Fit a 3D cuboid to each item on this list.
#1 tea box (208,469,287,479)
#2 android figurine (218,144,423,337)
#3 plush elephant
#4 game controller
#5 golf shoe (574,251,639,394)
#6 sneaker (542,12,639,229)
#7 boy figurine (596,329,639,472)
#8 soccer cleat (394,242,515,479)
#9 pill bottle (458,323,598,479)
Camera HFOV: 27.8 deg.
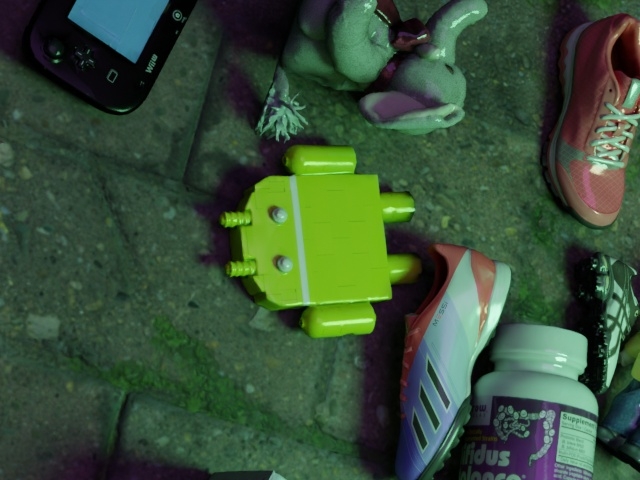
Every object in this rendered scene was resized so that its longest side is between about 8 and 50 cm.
[{"bbox_3d":[-0.062,0.480,1.420,0.323,0.220,0.329,42,67,-12],"label":"tea box"},{"bbox_3d":[0.000,0.000,1.639,0.272,0.056,0.248,0,80,-26],"label":"android figurine"},{"bbox_3d":[0.088,-0.242,1.617,0.255,0.272,0.330,18,103,-7],"label":"plush elephant"},{"bbox_3d":[-0.236,-0.312,1.589,0.166,0.067,0.319,30,70,-16],"label":"game controller"},{"bbox_3d":[0.405,0.117,1.784,0.093,0.077,0.198,10,77,-22],"label":"golf shoe"},{"bbox_3d":[0.395,-0.175,1.805,0.115,0.136,0.314,9,76,-21],"label":"sneaker"},{"bbox_3d":[0.480,0.175,1.756,0.285,0.177,0.092,-54,131,-9],"label":"boy figurine"},{"bbox_3d":[0.141,0.157,1.638,0.116,0.108,0.318,25,77,-11],"label":"soccer cleat"},{"bbox_3d":[0.263,0.265,1.638,0.169,0.169,0.302,14,74,-21],"label":"pill bottle"}]
